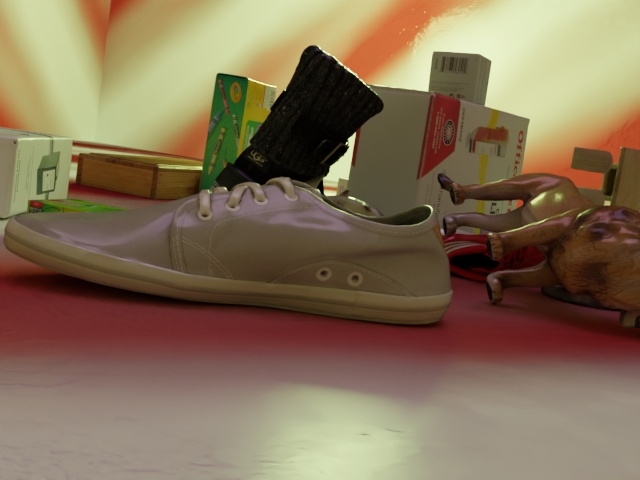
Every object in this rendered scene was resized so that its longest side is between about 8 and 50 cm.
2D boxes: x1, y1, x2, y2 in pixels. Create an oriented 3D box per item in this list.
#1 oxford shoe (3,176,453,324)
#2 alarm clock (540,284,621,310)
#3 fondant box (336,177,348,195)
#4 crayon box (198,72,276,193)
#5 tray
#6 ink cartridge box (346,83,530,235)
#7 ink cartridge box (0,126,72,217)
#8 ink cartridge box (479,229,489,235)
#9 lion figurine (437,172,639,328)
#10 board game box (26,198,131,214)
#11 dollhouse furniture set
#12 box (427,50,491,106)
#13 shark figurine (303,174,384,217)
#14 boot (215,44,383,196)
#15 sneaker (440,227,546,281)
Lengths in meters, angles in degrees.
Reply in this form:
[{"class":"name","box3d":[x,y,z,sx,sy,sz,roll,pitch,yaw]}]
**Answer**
[{"class":"oxford shoe","box3d":[-0.078,-0.004,0.830,0.449,0.130,0.169,6,9,-11]},{"class":"alarm clock","box3d":[0.371,0.057,1.165,0.192,0.064,0.129,-2,12,-41]},{"class":"fondant box","box3d":[0.227,-0.080,1.960,0.330,0.096,0.238,10,7,20]},{"class":"crayon box","box3d":[-0.184,-0.223,1.850,0.081,0.278,0.165,12,7,18]},{"class":"tray","box3d":[-0.346,-0.148,1.898,0.203,0.076,0.411,11,8,21]},{"class":"ink cartridge box","box3d":[0.230,-0.127,1.567,0.160,0.279,0.384,13,8,38]},{"class":"ink cartridge box","box3d":[-0.507,-0.113,1.224,0.198,0.115,0.273,8,7,-2]},{"class":"ink cartridge box","box3d":[0.346,0.012,1.457,0.115,0.067,0.198,8,7,-4]},{"class":"lion figurine","box3d":[0.310,-0.022,1.086,0.240,0.142,0.392,-12,33,-3]},{"class":"board game box","box3d":[-0.267,-0.017,1.039,0.181,0.043,0.092,11,8,20]},{"class":"dollhouse furniture set","box3d":[0.602,-0.054,1.591,0.212,0.242,0.161,4,9,-33]},{"class":"box","box3d":[0.278,-0.321,1.648,0.101,0.102,0.087,10,8,26]},{"class":"shark figurine","box3d":[0.028,-0.008,1.142,0.278,0.116,0.166,4,36,40]},{"class":"boot","box3d":[-0.005,-0.144,1.319,0.131,0.260,0.348,36,3,15]},{"class":"sneaker","box3d":[0.279,0.030,1.259,0.221,0.087,0.128,-5,18,-11]}]
